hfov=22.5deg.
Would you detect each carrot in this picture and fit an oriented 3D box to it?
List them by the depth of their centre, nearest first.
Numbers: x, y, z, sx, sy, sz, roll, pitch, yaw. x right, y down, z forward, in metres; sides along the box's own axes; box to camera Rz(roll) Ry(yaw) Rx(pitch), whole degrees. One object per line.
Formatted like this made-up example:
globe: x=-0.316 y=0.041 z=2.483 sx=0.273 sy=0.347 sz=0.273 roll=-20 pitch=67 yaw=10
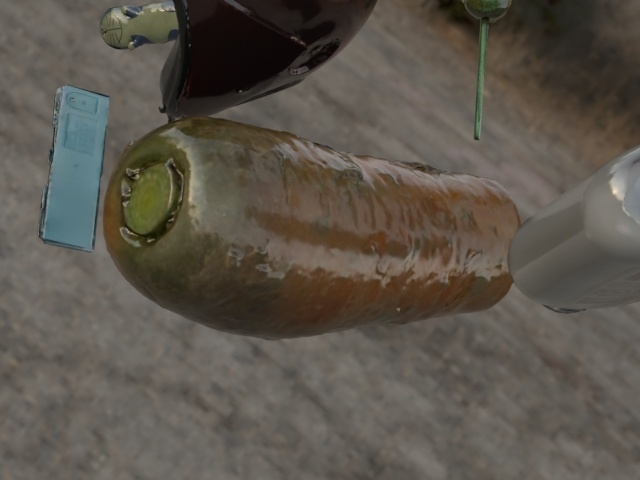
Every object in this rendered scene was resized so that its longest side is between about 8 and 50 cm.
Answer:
carrot: x=0.000 y=0.000 z=1.033 sx=0.302 sy=0.139 sz=0.139 roll=8 pitch=33 yaw=-39

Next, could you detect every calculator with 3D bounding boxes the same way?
calculator: x=-0.236 y=-0.070 z=1.539 sx=0.057 sy=0.018 sz=0.172 roll=11 pitch=62 yaw=-19

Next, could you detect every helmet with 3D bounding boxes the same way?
helmet: x=-0.054 y=-0.193 z=1.046 sx=0.189 sy=0.193 sz=0.216 roll=61 pitch=16 yaw=18

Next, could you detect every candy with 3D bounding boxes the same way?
candy: x=0.181 y=-0.205 z=1.798 sx=0.061 sy=0.202 sz=0.061 roll=1 pitch=26 yaw=-1

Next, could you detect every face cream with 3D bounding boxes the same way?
face cream: x=0.180 y=-0.003 z=0.911 sx=0.291 sy=0.144 sz=0.071 roll=119 pitch=-42 yaw=-78

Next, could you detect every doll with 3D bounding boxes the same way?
doll: x=-0.127 y=-0.177 z=1.312 sx=0.125 sy=0.037 sz=0.027 roll=-3 pitch=10 yaw=28
